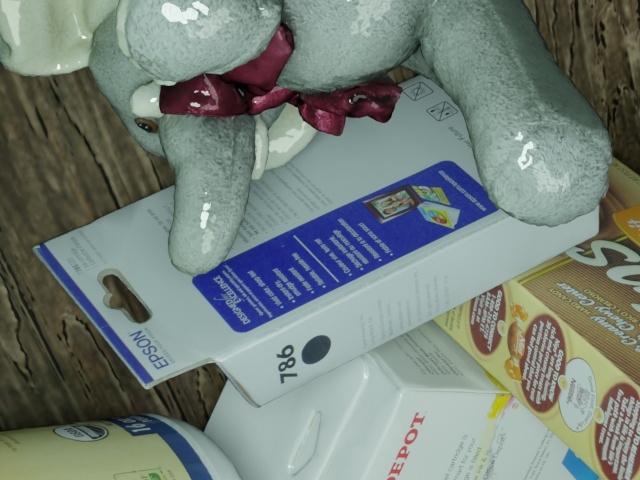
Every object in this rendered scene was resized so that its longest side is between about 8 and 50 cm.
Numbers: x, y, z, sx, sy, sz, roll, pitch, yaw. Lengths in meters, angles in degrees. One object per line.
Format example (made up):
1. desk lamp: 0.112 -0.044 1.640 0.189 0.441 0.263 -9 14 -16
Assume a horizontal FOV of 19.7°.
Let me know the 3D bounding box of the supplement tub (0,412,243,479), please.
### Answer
1. supplement tub: -0.213 0.233 1.152 0.316 0.228 0.228 -3 122 -35

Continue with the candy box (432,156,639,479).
1. candy box: 0.196 0.043 1.253 0.183 0.316 0.087 -12 126 -29

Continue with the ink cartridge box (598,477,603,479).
1. ink cartridge box: 0.301 0.223 1.618 0.237 0.100 0.172 25 104 -45

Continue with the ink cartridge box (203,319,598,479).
1. ink cartridge box: 0.067 0.134 1.330 0.233 0.168 0.171 7 116 -39

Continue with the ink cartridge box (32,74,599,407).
1. ink cartridge box: 0.000 0.000 1.186 0.333 0.165 0.065 -24 133 -20

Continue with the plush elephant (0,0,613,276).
1. plush elephant: -0.040 -0.107 1.034 0.272 0.330 0.255 15 134 -28
